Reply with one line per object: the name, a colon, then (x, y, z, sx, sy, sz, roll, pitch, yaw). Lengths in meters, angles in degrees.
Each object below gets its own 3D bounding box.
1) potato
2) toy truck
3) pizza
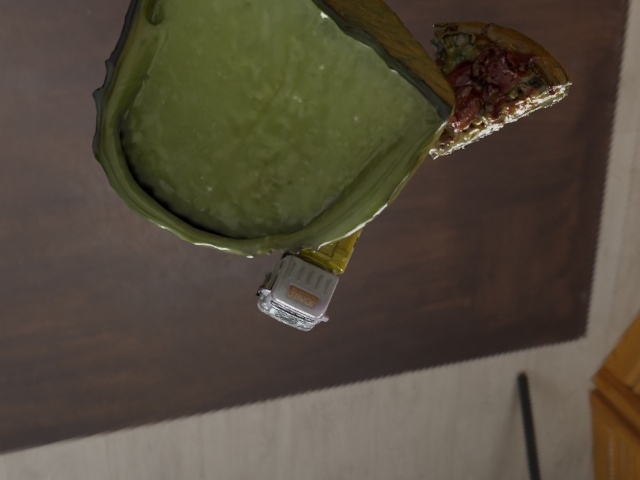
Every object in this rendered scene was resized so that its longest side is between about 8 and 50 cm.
potato: (-0.055, -0.135, 1.031, 0.330, 0.213, 0.280, 42, 107, 6)
toy truck: (0.000, 0.000, 1.395, 0.098, 0.114, 0.227, 25, 76, -7)
pizza: (0.193, -0.183, 1.287, 0.193, 0.201, 0.053, -62, 156, -15)
